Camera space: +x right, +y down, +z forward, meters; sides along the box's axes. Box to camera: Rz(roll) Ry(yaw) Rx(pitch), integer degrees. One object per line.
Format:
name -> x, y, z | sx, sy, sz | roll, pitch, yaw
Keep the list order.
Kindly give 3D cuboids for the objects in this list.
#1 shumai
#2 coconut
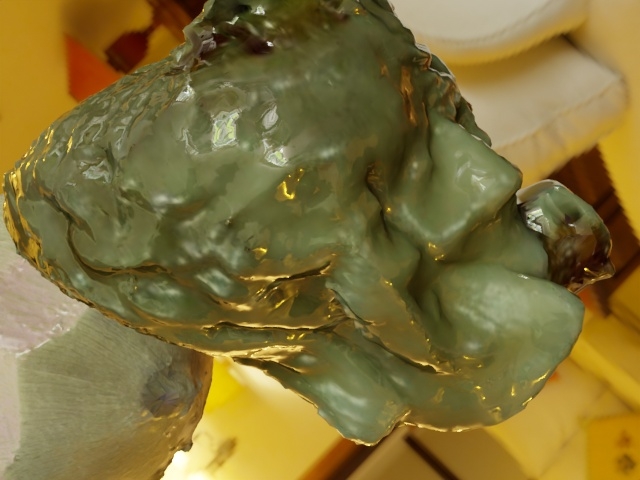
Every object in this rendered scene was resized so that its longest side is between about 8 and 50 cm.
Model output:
shumai -> -0.001, -0.002, 0.573 | 0.218, 0.189, 0.256 | 46, -169, -5
coconut -> -0.185, 0.085, 0.937 | 0.230, 0.227, 0.227 | 21, 160, 38
